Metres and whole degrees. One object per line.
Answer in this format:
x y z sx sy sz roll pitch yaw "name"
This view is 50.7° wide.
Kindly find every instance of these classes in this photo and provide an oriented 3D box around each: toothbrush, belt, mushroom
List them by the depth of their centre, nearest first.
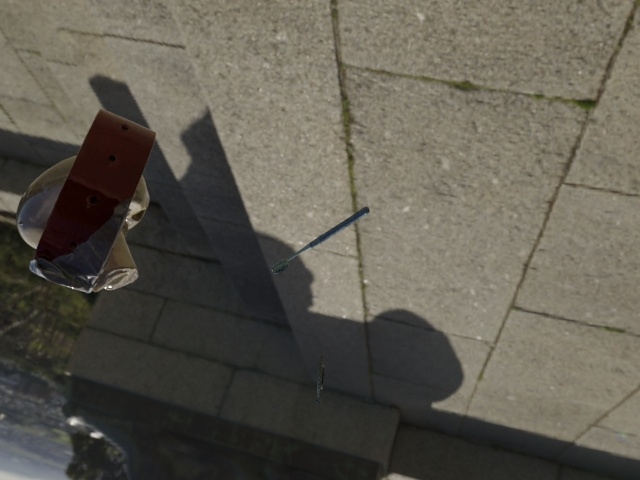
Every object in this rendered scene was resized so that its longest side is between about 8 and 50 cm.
-0.387 -0.064 1.159 0.115 0.324 0.227 23 155 -17 "belt"
0.000 0.000 1.279 0.219 0.019 0.016 -33 132 4 "toothbrush"
-0.488 -0.030 1.468 0.292 0.290 0.292 -26 171 -4 "mushroom"

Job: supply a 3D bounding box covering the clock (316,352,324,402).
0.001 0.212 1.050 0.010 0.074 0.083 5 152 1 "clock"
